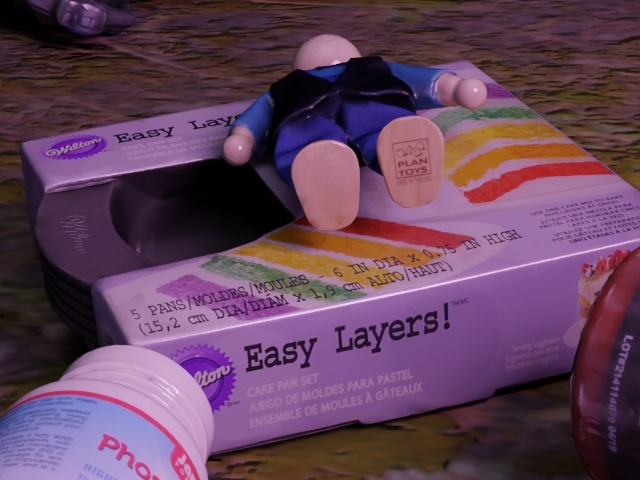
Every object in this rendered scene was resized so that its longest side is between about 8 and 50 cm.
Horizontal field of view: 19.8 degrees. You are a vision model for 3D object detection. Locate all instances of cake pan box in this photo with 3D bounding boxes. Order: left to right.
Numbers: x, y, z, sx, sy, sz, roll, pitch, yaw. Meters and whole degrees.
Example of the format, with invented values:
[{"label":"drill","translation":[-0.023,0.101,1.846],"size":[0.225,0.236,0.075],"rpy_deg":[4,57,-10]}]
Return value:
[{"label":"cake pan box","translation":[0.000,0.000,0.872],"size":[0.267,0.070,0.246],"rpy_deg":[-11,25,-15]}]

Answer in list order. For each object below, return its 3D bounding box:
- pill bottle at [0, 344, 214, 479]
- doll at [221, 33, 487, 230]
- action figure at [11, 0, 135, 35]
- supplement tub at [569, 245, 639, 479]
[{"label":"pill bottle","translation":[-0.089,0.104,0.646],"size":[0.087,0.087,0.160],"rpy_deg":[2,27,13]},{"label":"doll","translation":[0.016,-0.058,0.859],"size":[0.129,0.046,0.189],"rpy_deg":[-15,20,-2]},{"label":"action figure","translation":[-0.182,-0.273,1.342],"size":[0.330,0.178,0.341],"rpy_deg":[-11,28,-36]},{"label":"supplement tub","translation":[0.196,0.066,0.657],"size":[0.198,0.106,0.106],"rpy_deg":[15,31,37]}]
